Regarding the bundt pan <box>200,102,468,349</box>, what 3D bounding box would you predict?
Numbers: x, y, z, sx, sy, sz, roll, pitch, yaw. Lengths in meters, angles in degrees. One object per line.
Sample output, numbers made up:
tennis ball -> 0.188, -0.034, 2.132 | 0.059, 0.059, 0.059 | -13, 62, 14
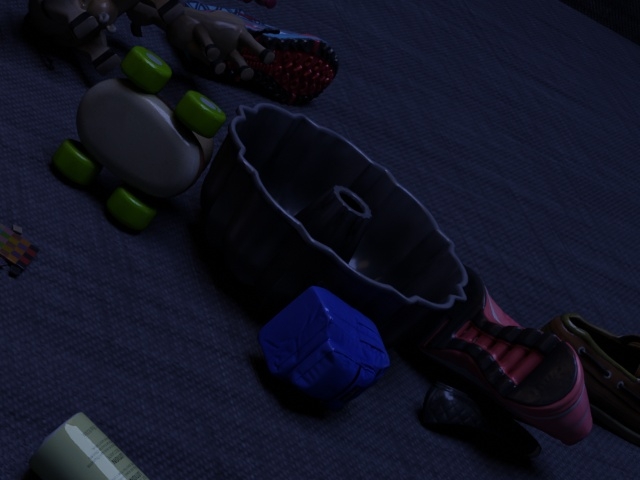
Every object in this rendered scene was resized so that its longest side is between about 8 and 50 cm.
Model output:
bundt pan -> 0.000, 0.000, 1.884 | 0.331, 0.124, 0.331 | 34, 22, -15

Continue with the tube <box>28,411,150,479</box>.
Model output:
tube -> -0.127, 0.239, 1.349 | 0.240, 0.062, 0.070 | 44, 64, 5

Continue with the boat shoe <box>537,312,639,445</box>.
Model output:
boat shoe -> 0.390, 0.179, 2.133 | 0.307, 0.104, 0.110 | 21, 27, -33

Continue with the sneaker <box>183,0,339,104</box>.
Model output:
sneaker -> -0.086, -0.274, 2.324 | 0.262, 0.104, 0.125 | 15, 29, -42

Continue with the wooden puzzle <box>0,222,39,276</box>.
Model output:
wooden puzzle -> -0.296, 0.006, 1.610 | 0.049, 0.006, 0.083 | 35, 23, -5

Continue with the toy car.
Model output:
toy car -> -0.175, -0.114, 1.845 | 0.149, 0.155, 0.188 | 40, 13, 7

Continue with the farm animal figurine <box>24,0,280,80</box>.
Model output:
farm animal figurine -> -0.217, -0.321, 2.055 | 0.327, 0.330, 0.172 | -28, 47, -19

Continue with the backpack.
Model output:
backpack -> 0.009, 0.121, 1.721 | 0.120, 0.098, 0.101 | 31, 29, -46

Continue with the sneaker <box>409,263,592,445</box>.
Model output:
sneaker -> 0.194, 0.140, 1.942 | 0.314, 0.116, 0.136 | 40, -13, 47

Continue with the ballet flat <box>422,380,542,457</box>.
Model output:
ballet flat -> 0.177, 0.206, 1.878 | 0.173, 0.049, 0.057 | 29, -4, -30
